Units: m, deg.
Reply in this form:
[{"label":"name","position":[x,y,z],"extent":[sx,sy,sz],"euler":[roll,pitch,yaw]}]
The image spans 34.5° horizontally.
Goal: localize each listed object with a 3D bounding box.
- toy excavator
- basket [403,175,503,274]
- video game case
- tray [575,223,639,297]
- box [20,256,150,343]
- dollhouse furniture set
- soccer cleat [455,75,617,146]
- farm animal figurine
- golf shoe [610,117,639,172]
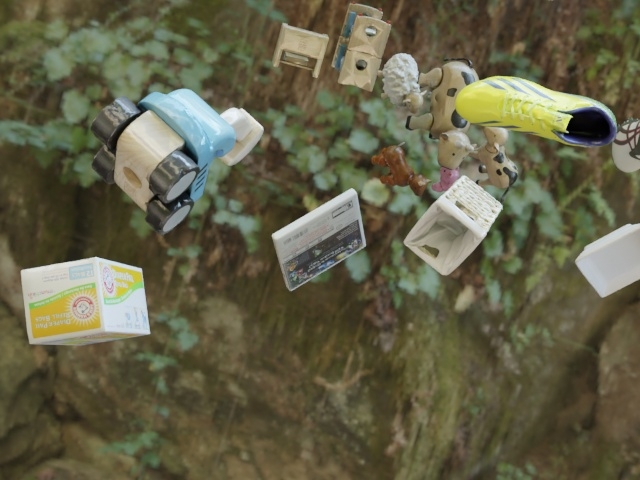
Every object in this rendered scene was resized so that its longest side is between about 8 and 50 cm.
[{"label":"toy excavator","position":[-0.274,-0.220,2.310],"extent":[0.222,0.445,0.433],"euler":[44,-27,10]},{"label":"basket","position":[0.254,-0.030,1.962],"extent":[0.113,0.103,0.167],"euler":[39,-35,3]},{"label":"video game case","position":[0.000,0.000,2.064],"extent":[0.022,0.190,0.173],"euler":[49,-18,36]},{"label":"tray","position":[0.568,0.033,1.955],"extent":[0.270,0.145,0.030],"euler":[34,30,-60]},{"label":"box","position":[-0.330,0.091,1.470],"extent":[0.114,0.103,0.203],"euler":[-10,-8,7]},{"label":"dollhouse furniture set","position":[0.016,-0.367,1.856],"extent":[0.184,0.129,0.129],"euler":[13,21,-11]},{"label":"soccer cleat","position":[0.382,-0.223,1.801],"extent":[0.289,0.093,0.121],"euler":[9,21,-8]},{"label":"farm animal figurine","position":[0.283,-0.225,2.148],"extent":[0.330,0.326,0.172],"euler":[-5,5,-33]},{"label":"golf shoe","position":[0.702,-0.213,2.228],"extent":[0.105,0.120,0.273],"euler":[14,-30,-2]}]
